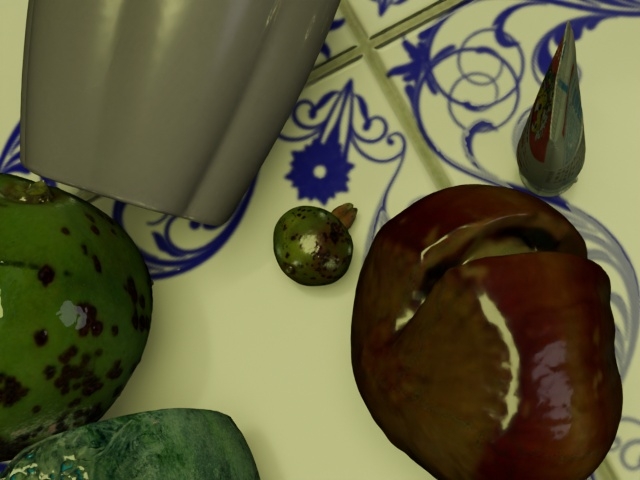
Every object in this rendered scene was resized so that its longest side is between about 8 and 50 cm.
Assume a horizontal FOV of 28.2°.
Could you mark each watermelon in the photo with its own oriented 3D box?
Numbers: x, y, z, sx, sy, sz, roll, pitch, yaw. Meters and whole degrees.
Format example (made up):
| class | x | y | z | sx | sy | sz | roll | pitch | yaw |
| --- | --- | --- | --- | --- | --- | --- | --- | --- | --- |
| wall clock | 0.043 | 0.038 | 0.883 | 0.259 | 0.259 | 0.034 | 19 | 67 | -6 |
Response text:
| class | x | y | z | sx | sy | sz | roll | pitch | yaw |
| --- | --- | --- | --- | --- | --- | --- | --- | --- | --- |
| watermelon | -0.170 | 0.270 | 0.950 | 0.175 | 0.188 | 0.322 | 36 | 90 | 18 |

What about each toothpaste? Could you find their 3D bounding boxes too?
| class | x | y | z | sx | sy | sz | roll | pitch | yaw |
| --- | --- | --- | --- | --- | --- | --- | --- | --- | --- |
| toothpaste | 0.185 | -0.087 | 1.001 | 0.057 | 0.234 | 0.089 | 8 | 79 | 8 |

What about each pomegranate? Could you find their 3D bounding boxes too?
| class | x | y | z | sx | sy | sz | roll | pitch | yaw |
| --- | --- | --- | --- | --- | --- | --- | --- | --- | --- |
| pomegranate | -0.266 | 0.073 | 1.030 | 0.254 | 0.254 | 0.270 | 33 | 112 | 13 |
| pomegranate | 0.002 | 0.002 | 1.093 | 0.084 | 0.073 | 0.073 | -19 | 76 | -13 |

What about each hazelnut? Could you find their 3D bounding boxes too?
| class | x | y | z | sx | sy | sz | roll | pitch | yaw |
| --- | --- | --- | --- | --- | --- | --- | --- | --- | --- |
| hazelnut | 0.135 | 0.084 | 0.994 | 0.217 | 0.217 | 0.251 | -22 | 60 | 2 |

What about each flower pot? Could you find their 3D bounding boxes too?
| class | x | y | z | sx | sy | sz | roll | pitch | yaw |
| --- | --- | --- | --- | --- | --- | --- | --- | --- | --- |
| flower pot | -0.137 | -0.150 | 1.059 | 0.265 | 0.265 | 0.243 | 19 | 91 | 11 |
